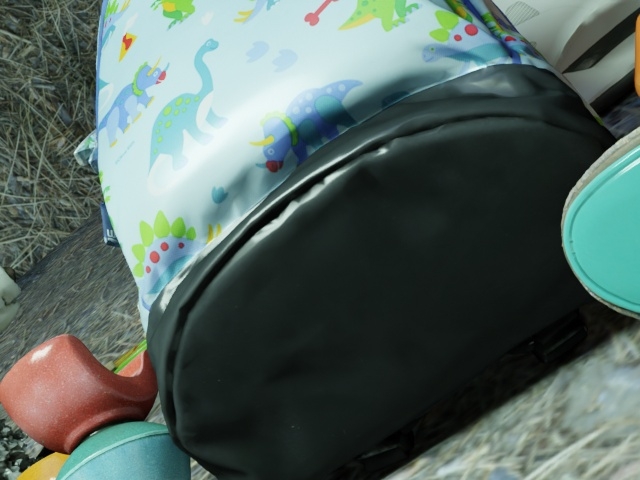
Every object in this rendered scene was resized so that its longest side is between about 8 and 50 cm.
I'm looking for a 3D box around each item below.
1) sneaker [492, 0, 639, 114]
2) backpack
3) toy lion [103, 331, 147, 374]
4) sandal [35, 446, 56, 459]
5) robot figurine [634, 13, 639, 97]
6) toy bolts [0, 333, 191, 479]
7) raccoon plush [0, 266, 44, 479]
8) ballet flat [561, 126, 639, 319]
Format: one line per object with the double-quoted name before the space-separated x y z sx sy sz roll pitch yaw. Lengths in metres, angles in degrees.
"sneaker" 0.175 -0.236 0.913 0.447 0.257 0.169 -33 14 24
"backpack" -0.001 -0.076 0.709 0.290 0.273 0.355 -35 23 18
"toy lion" -0.195 0.124 1.201 0.100 0.034 0.096 -40 6 -10
"sandal" -0.216 0.180 1.060 0.067 0.040 0.179 -42 -2 -39
"robot figurine" 0.258 -0.136 0.644 0.158 0.128 0.219 8 30 14
"toy bolts" -0.148 0.188 0.733 0.228 0.158 0.218 -44 -30 23
"raccoon plush" -0.382 0.173 0.863 0.216 0.299 0.446 -18 19 41
"ballet flat" 0.247 -0.042 0.459 0.316 0.107 0.106 -21 1 39
